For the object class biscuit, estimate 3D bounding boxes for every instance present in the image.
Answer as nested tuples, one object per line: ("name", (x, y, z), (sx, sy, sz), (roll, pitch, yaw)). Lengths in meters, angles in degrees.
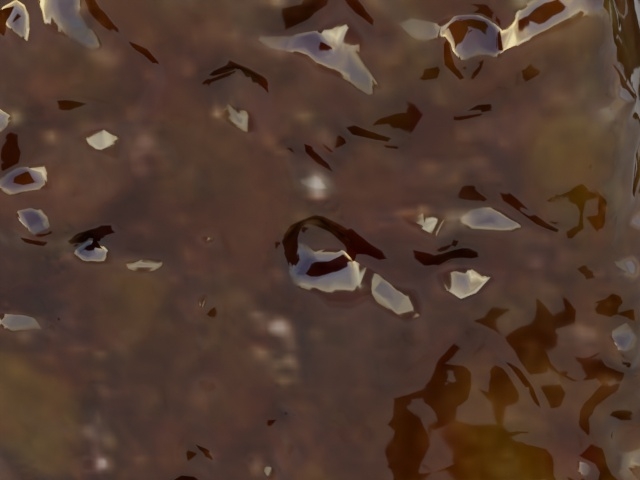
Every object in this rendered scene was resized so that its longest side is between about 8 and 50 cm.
("biscuit", (0.000, 0.000, 0.882), (0.343, 0.395, 0.166), (0, 28, 17))
